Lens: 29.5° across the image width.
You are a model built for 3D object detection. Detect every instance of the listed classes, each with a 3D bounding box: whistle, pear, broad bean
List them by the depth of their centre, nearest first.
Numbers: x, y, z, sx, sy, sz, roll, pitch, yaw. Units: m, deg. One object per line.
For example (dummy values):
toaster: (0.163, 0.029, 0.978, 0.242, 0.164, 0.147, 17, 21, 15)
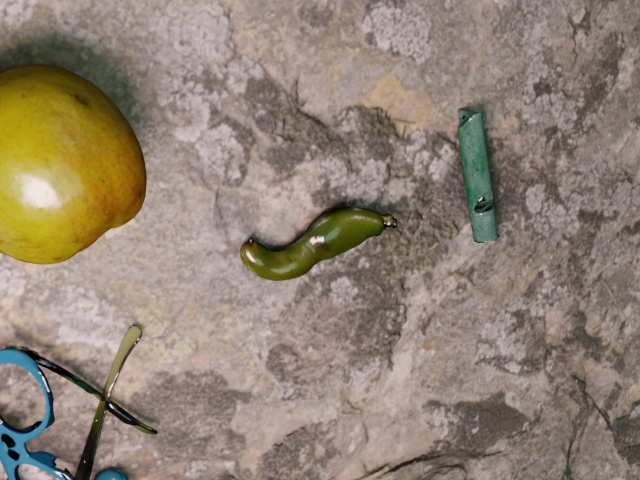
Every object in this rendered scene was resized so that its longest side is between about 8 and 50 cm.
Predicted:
pear: (-0.275, -0.073, 1.203, 0.200, 0.200, 0.200, -12, 113, -30)
broad bean: (0.000, 0.000, 1.499, 0.214, 0.048, 0.070, -18, 117, -25)
whistle: (0.209, -0.086, 1.615, 0.039, 0.039, 0.186, -24, 118, -25)

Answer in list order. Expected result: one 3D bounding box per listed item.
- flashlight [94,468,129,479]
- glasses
flashlight: (-0.284, 0.309, 1.423, 0.129, 0.051, 0.051, -19, 117, -22)
glasses: (-0.264, 0.194, 1.358, 0.207, 0.102, 0.239, -26, 119, -24)
